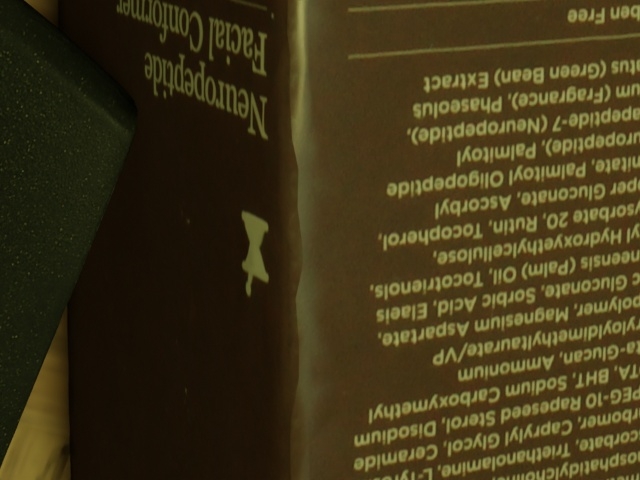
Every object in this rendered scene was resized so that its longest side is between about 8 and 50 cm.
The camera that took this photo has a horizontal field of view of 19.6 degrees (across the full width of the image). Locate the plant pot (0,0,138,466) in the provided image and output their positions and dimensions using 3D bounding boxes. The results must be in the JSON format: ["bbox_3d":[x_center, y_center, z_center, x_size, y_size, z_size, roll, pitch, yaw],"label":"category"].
[{"bbox_3d":[-0.167,-0.018,0.525,0.167,0.187,0.188,20,94,-42],"label":"plant pot"}]

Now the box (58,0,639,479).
[{"bbox_3d":[0.009,0.008,0.573,0.143,0.191,0.381,-8,106,-25],"label":"box"}]
